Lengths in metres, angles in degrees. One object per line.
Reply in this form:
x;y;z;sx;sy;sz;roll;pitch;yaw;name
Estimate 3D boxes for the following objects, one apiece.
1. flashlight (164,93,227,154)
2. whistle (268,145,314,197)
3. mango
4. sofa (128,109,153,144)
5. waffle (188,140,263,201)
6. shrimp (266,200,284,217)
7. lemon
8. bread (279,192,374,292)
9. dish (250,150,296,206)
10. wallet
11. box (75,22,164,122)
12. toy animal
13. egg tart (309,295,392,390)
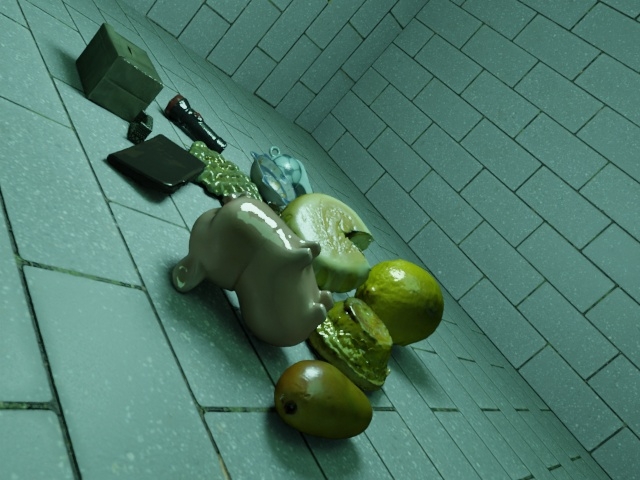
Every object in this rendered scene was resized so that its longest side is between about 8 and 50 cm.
-0.411;-0.380;1.819;0.232;0.093;0.093;43;14;-6;flashlight
-0.130;-0.217;2.045;0.163;0.163;0.290;-35;105;-76;whistle
0.012;0.290;0.988;0.253;0.113;0.138;31;21;-45;mango
-0.480;-0.302;1.454;0.039;0.060;0.118;39;14;-32;sofa
-0.283;-0.185;1.666;0.292;0.056;0.309;35;16;-30;waffle
-0.100;-0.040;1.701;0.251;0.052;0.143;40;24;-50;shrimp
0.233;0.185;1.629;0.284;0.260;0.260;1;35;-25;lemon
0.004;0.009;1.607;0.333;0.160;0.333;21;41;-20;bread
-0.188;-0.197;1.875;0.228;0.086;0.236;43;20;-30;dish
-0.394;-0.193;1.361;0.165;0.042;0.309;33;18;-7;wallet
-0.562;-0.469;1.520;0.149;0.155;0.231;29;19;-47;box
-0.125;0.060;1.097;0.237;0.269;0.326;-34;110;-75;toy animal
0.084;0.233;1.336;0.294;0.123;0.294;39;16;-14;egg tart
